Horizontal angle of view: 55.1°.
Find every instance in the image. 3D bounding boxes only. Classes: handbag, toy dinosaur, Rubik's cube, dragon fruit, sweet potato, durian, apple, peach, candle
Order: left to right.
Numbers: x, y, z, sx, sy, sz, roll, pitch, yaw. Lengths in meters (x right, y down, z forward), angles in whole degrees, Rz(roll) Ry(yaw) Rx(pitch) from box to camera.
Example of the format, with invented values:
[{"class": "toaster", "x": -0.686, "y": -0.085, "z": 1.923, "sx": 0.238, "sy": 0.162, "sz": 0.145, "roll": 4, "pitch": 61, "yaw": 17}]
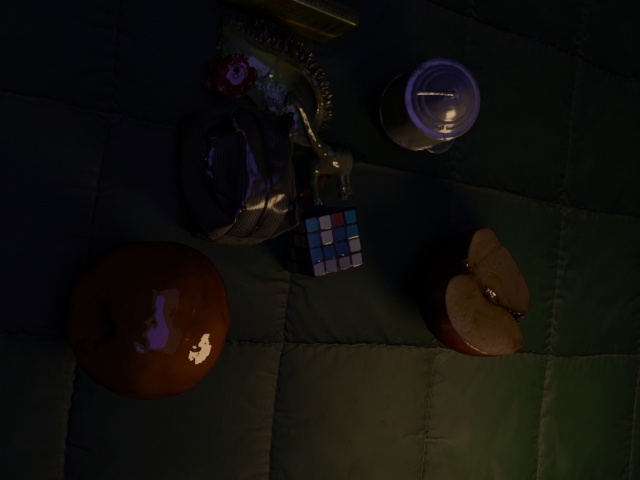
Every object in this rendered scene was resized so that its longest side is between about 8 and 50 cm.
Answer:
[{"class": "peach", "x": -0.353, "y": 0.167, "z": 1.314, "sx": 0.301, "sy": 0.343, "sz": 0.343, "roll": 6, "pitch": 89, "yaw": -57}, {"class": "dragon fruit", "x": -0.216, "y": -0.394, "z": 1.470, "sx": 0.126, "sy": 0.068, "sz": 0.112, "roll": 13, "pitch": 102, "yaw": -3}, {"class": "handbag", "x": -0.182, "y": -0.156, "z": 1.435, "sx": 0.247, "sy": 0.240, "sz": 0.341, "roll": -3, "pitch": 92, "yaw": -32}, {"class": "durian", "x": -0.104, "y": -0.421, "z": 1.565, "sx": 0.198, "sy": 0.163, "sz": 0.394, "roll": -40, "pitch": 109, "yaw": 20}, {"class": "sweet potato", "x": -0.032, "y": -0.136, "z": 1.619, "sx": 0.055, "sy": 0.058, "sz": 0.202, "roll": 40, "pitch": 63, "yaw": 20}, {"class": "Rubik's cube", "x": 0.000, "y": 0.000, "z": 1.581, "sx": 0.154, "sy": 0.155, "sz": 0.151, "roll": -12, "pitch": 99, "yaw": -27}, {"class": "toy dinosaur", "x": 0.018, "y": -0.249, "z": 1.506, "sx": 0.447, "sy": 0.087, "sz": 0.301, "roll": -48, "pitch": 132, "yaw": -59}, {"class": "candle", "x": 0.286, "y": -0.354, "z": 1.610, "sx": 0.221, "sy": 0.342, "sz": 0.221, "roll": -1, "pitch": 93, "yaw": -15}, {"class": "apple", "x": 0.454, "y": 0.162, "z": 1.760, "sx": 0.365, "sy": 0.295, "sz": 0.329, "roll": 39, "pitch": 100, "yaw": -26}]

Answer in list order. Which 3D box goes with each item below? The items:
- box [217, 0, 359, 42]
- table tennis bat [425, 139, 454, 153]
[{"class": "box", "x": -0.079, "y": -0.574, "z": 1.512, "sx": 0.311, "sy": 0.173, "sz": 0.043, "roll": 11, "pitch": 85, "yaw": -29}, {"class": "table tennis bat", "x": 0.339, "y": -0.376, "z": 1.819, "sx": 0.149, "sy": 0.038, "sz": 0.237, "roll": -13, "pitch": 100, "yaw": -24}]
